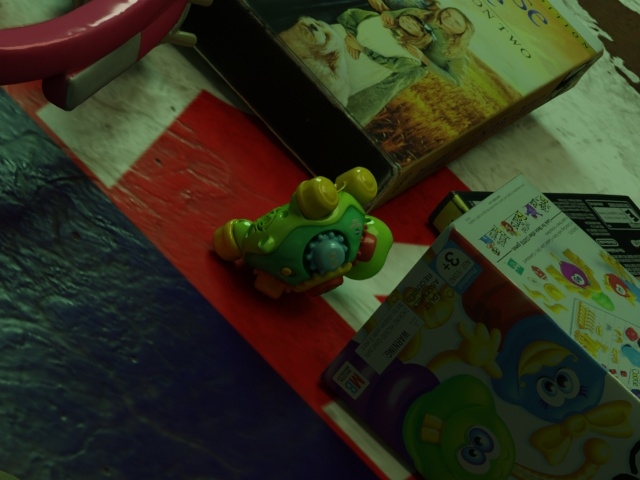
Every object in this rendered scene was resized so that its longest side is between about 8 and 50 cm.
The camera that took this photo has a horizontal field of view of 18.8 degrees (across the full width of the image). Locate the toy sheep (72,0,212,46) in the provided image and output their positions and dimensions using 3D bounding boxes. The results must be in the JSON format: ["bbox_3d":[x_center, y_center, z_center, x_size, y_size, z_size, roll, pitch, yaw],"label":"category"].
[{"bbox_3d":[-0.127,-0.170,1.329,0.091,0.091,0.132,17,18,-36],"label":"toy sheep"}]

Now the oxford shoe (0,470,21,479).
[{"bbox_3d":[-0.100,0.164,0.824,0.348,0.123,0.130,30,23,-19],"label":"oxford shoe"}]

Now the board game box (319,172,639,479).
[{"bbox_3d":[0.162,0.114,1.194,0.275,0.142,0.144,43,27,8],"label":"board game box"}]

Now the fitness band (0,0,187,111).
[{"bbox_3d":[-0.197,-0.175,1.197,0.209,0.054,0.291,28,38,11],"label":"fitness band"}]

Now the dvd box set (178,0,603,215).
[{"bbox_3d":[0.038,-0.199,1.547,0.307,0.062,0.420,48,33,8],"label":"dvd box set"}]

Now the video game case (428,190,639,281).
[{"bbox_3d":[0.237,0.061,1.483,0.275,0.035,0.248,-1,47,-52],"label":"video game case"}]

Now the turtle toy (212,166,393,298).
[{"bbox_3d":[0.000,0.000,1.236,0.130,0.095,0.066,-15,80,-57],"label":"turtle toy"}]
